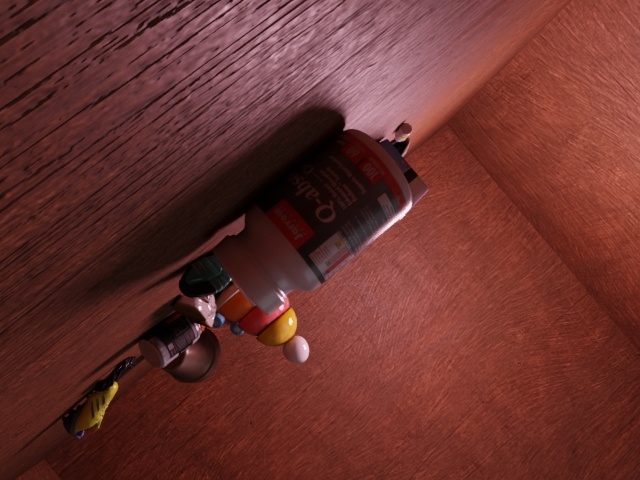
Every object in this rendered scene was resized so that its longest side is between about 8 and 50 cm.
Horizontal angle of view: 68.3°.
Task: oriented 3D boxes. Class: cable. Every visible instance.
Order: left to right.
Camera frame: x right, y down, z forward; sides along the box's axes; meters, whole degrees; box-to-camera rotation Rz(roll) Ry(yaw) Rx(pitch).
[{"bbox_3d":[-0.710,0.469,1.664,0.184,0.047,0.150,-42,178,35],"label":"cable"}]

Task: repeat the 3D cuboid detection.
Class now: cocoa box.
[{"bbox_3d":[0.152,-0.143,1.473,0.231,0.228,0.347,-40,179,30],"label":"cocoa box"}]

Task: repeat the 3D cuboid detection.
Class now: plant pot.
[{"bbox_3d":[-0.608,0.499,2.085,0.263,0.263,0.229,-40,160,1],"label":"plant pot"}]

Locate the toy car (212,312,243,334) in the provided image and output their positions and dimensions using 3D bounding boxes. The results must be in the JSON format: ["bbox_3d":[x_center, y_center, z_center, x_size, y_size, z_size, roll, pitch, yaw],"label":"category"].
[{"bbox_3d":[-0.426,0.308,2.384,0.219,0.210,0.238,-73,-179,-69],"label":"toy car"}]

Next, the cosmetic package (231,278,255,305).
[{"bbox_3d":[-0.194,0.102,1.644,0.183,0.151,0.151,-41,178,16],"label":"cosmetic package"}]

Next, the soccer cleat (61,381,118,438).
[{"bbox_3d":[-0.841,0.633,1.765,0.289,0.121,0.093,-41,178,14],"label":"soccer cleat"}]

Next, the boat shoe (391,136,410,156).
[{"bbox_3d":[0.257,-0.320,1.856,0.258,0.095,0.084,-51,178,-17],"label":"boat shoe"}]

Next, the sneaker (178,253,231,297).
[{"bbox_3d":[-0.242,0.075,1.057,0.098,0.083,0.223,-35,-177,37],"label":"sneaker"}]

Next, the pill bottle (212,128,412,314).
[{"bbox_3d":[-0.016,-0.033,0.932,0.362,0.210,0.210,-40,179,-7],"label":"pill bottle"}]

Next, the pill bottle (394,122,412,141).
[{"bbox_3d":[0.283,-0.370,1.626,0.043,0.043,0.083,-40,179,-12],"label":"pill bottle"}]

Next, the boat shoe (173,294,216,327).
[{"bbox_3d":[-0.360,0.185,1.391,0.277,0.098,0.096,107,2,-71],"label":"boat shoe"}]

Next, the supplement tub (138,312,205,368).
[{"bbox_3d":[-0.467,0.305,1.498,0.190,0.117,0.117,-38,177,-45],"label":"supplement tub"}]

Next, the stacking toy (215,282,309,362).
[{"bbox_3d":[-0.225,0.360,2.147,0.350,0.480,0.350,-40,179,-1],"label":"stacking toy"}]
